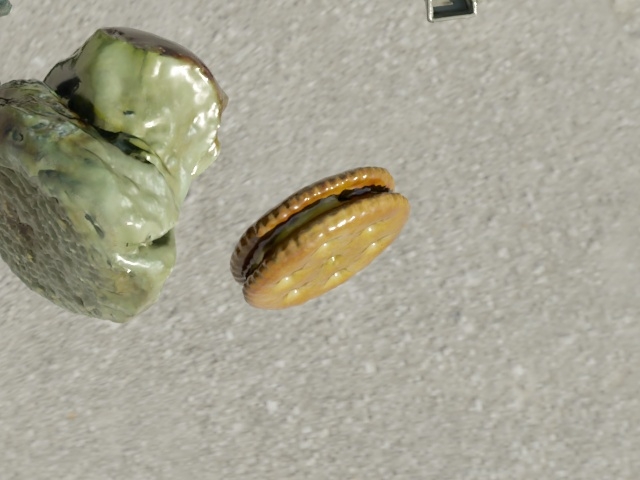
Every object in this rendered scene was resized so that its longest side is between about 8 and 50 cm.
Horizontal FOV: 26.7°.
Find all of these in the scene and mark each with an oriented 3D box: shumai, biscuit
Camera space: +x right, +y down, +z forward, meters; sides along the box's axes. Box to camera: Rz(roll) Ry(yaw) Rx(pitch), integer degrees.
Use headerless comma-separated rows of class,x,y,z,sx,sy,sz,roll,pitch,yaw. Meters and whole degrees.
shumai,-0.222,-0.087,1.446,0.309,0.304,0.263,36,64,18
biscuit,0.000,0.000,1.515,0.221,0.220,0.066,-21,70,-30

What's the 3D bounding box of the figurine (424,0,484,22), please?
figurine,0.137,-0.466,2.127,0.167,0.285,0.342,-33,120,7

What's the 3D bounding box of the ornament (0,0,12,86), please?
ornament,-0.428,-0.215,1.580,0.120,0.130,0.285,10,77,-30
